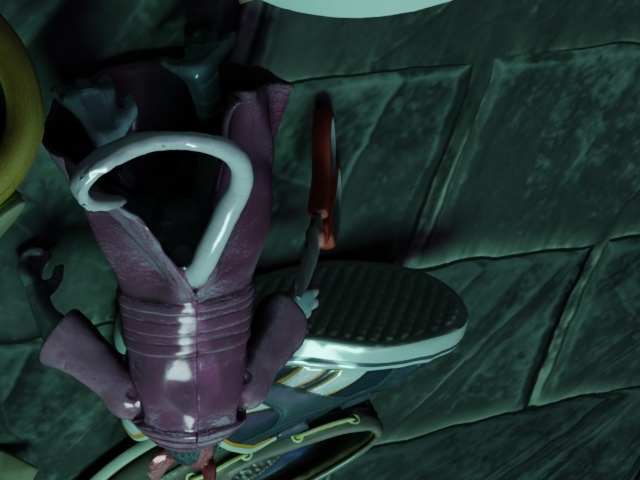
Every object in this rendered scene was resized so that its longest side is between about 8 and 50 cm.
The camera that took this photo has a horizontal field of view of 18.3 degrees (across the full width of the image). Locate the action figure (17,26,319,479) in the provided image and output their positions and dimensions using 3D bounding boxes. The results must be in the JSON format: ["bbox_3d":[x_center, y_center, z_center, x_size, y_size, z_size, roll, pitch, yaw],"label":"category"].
[{"bbox_3d":[-0.087,0.041,1.493,0.248,0.276,0.370,-9,113,-16],"label":"action figure"}]

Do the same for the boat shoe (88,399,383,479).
[{"bbox_3d":[-0.095,0.224,1.830,0.324,0.097,0.116,-30,144,-12],"label":"boat shoe"}]

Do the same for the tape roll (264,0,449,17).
[{"bbox_3d":[0.034,-0.277,1.235,0.286,0.286,0.100,-32,144,-4],"label":"tape roll"}]

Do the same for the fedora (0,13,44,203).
[{"bbox_3d":[-0.285,-0.090,1.325,0.194,0.194,0.079,-13,175,-27],"label":"fedora"}]

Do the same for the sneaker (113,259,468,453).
[{"bbox_3d":[-0.031,0.102,1.738,0.321,0.126,0.127,-4,130,-20],"label":"sneaker"}]

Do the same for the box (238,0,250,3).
[{"bbox_3d":[0.028,-0.267,1.459,0.201,0.021,0.164,-20,141,-20],"label":"box"}]

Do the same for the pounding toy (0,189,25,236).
[{"bbox_3d":[-0.325,0.012,1.420,0.237,0.110,0.183,-42,-176,41],"label":"pounding toy"}]

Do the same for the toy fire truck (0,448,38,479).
[{"bbox_3d":[-0.346,0.236,1.619,0.158,0.217,0.246,-43,-175,10],"label":"toy fire truck"}]

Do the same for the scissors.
[{"bbox_3d":[0.000,0.000,1.542,0.021,0.297,0.109,-1,123,3],"label":"scissors"}]
